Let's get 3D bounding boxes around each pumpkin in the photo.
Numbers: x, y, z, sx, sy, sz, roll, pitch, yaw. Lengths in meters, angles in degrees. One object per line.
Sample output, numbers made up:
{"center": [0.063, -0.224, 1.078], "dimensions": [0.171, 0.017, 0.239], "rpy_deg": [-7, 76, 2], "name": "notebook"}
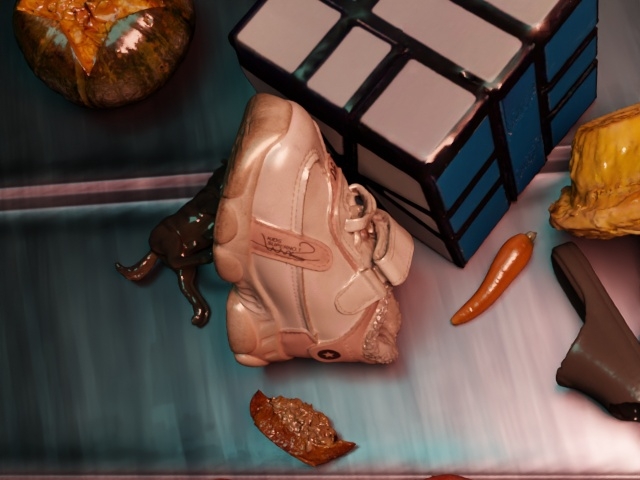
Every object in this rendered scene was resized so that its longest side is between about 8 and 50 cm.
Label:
{"center": [-0.281, -0.283, 1.293], "dimensions": [0.237, 0.159, 0.238], "rpy_deg": [-2, 78, 11], "name": "pumpkin"}

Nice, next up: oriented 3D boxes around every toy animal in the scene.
{"center": [-0.139, -0.009, 1.213], "dimensions": [0.232, 0.084, 0.148], "rpy_deg": [-43, 49, 4], "name": "toy animal"}

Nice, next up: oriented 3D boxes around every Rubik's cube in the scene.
{"center": [0.114, -0.188, 1.090], "dimensions": [0.293, 0.288, 0.283], "rpy_deg": [34, 83, 25], "name": "Rubik's cube"}

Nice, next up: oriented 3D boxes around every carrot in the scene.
{"center": [0.200, 0.044, 1.122], "dimensions": [0.035, 0.035, 0.142], "rpy_deg": [38, 88, 23], "name": "carrot"}

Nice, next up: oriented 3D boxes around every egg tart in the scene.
{"center": [0.353, -0.086, 0.996], "dimensions": [0.288, 0.288, 0.119], "rpy_deg": [-21, 95, 7], "name": "egg tart"}

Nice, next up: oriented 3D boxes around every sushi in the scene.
{"center": [-0.022, 0.211, 1.111], "dimensions": [0.120, 0.052, 0.055], "rpy_deg": [32, 97, 24], "name": "sushi"}

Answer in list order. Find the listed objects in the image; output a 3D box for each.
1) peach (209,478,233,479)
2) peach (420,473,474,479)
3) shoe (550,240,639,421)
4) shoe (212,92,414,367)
{"center": [-0.087, 0.390, 1.056], "dimensions": [0.189, 0.068, 0.279], "rpy_deg": [-39, 67, 1], "name": "peach"}
{"center": [0.134, 0.310, 0.991], "dimensions": [0.152, 0.152, 0.152], "rpy_deg": [-5, 70, 13], "name": "peach"}
{"center": [0.284, 0.119, 1.036], "dimensions": [0.093, 0.108, 0.241], "rpy_deg": [-26, 60, 6], "name": "shoe"}
{"center": [0.000, -0.003, 1.044], "dimensions": [0.198, 0.351, 0.172], "rpy_deg": [4, 50, 5], "name": "shoe"}
